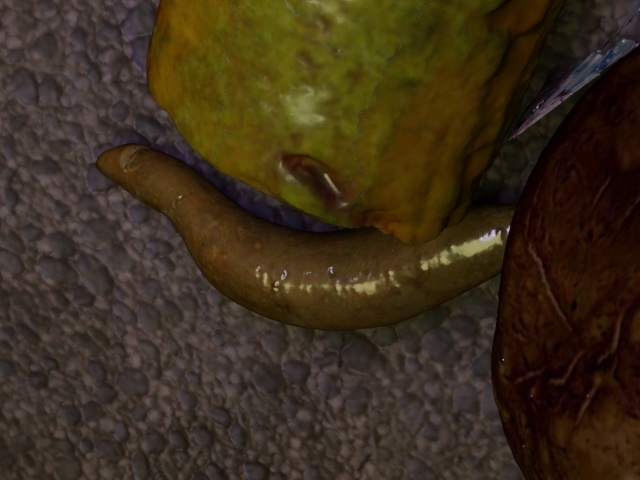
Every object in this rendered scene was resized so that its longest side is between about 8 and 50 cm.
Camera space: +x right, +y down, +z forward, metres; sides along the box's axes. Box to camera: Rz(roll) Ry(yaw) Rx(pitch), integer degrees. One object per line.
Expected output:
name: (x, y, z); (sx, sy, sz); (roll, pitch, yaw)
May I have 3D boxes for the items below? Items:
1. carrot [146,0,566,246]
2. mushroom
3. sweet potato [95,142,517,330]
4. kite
carrot: (0.031, -0.171, 1.172); (0.241, 0.241, 0.341); (24, 117, 12)
mushroom: (0.235, 0.031, 1.126); (0.345, 0.239, 0.345); (16, 109, 56)
sweet potato: (-0.004, 0.006, 1.348); (0.346, 0.079, 0.108); (10, 97, 22)
kite: (0.168, -0.114, 1.213); (0.156, 0.139, 0.011); (-44, 101, -10)
